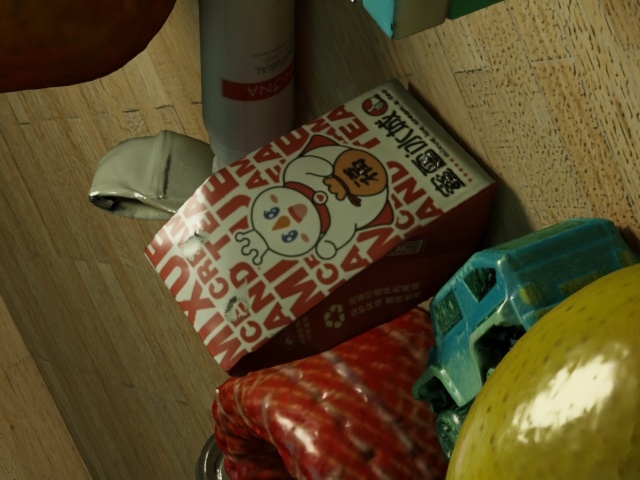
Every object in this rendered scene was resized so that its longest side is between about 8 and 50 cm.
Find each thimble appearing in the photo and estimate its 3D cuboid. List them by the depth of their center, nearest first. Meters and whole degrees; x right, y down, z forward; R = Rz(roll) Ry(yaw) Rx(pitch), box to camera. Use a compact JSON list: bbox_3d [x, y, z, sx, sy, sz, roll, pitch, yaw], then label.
[{"bbox_3d":[0.057,0.242,1.797,0.350,0.230,0.350,48,156,29],"label":"thimble"}]

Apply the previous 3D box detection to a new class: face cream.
[{"bbox_3d":[-0.075,-0.185,1.731,0.102,0.102,0.345,47,154,30],"label":"face cream"}]

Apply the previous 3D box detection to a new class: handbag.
[{"bbox_3d":[0.000,0.000,1.532,0.171,0.298,0.151,49,154,26],"label":"handbag"}]

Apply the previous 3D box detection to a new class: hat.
[{"bbox_3d":[-0.101,-0.032,1.949,0.301,0.168,0.258,7,151,35],"label":"hat"}]

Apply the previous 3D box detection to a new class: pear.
[{"bbox_3d":[0.264,0.185,1.127,0.362,0.362,0.418,52,157,19],"label":"pear"}]

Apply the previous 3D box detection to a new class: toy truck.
[{"bbox_3d":[0.183,0.091,1.458,0.156,0.155,0.279,66,160,13],"label":"toy truck"}]

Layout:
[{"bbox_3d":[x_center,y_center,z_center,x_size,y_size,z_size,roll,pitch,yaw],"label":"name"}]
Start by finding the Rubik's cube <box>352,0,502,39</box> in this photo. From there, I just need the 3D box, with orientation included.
[{"bbox_3d":[0.084,-0.278,1.139,0.265,0.224,0.213,53,155,32],"label":"Rubik's cube"}]

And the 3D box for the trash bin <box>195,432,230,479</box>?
[{"bbox_3d":[-0.044,0.309,2.129,0.219,0.220,0.250,61,165,1],"label":"trash bin"}]

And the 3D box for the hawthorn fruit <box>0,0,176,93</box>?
[{"bbox_3d":[-0.301,-0.376,1.562,0.472,0.471,0.472,46,153,31],"label":"hawthorn fruit"}]
